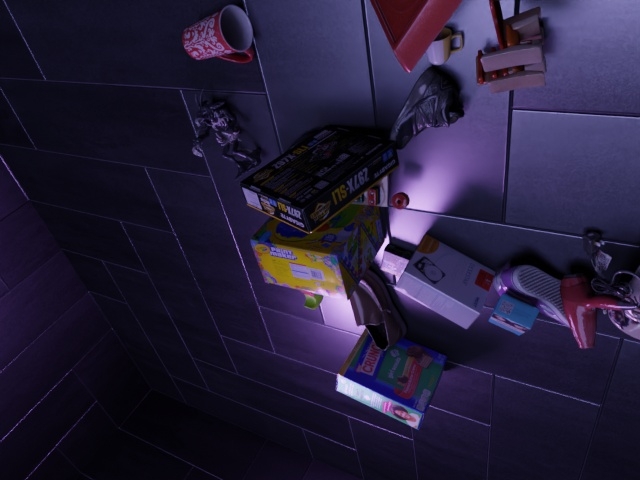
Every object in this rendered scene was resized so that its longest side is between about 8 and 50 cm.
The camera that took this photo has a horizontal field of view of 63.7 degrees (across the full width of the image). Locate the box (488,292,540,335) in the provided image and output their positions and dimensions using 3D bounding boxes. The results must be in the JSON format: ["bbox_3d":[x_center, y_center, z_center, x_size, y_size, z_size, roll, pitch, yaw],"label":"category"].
[{"bbox_3d":[0.533,0.210,1.435,0.101,0.060,0.244,25,174,20],"label":"box"}]

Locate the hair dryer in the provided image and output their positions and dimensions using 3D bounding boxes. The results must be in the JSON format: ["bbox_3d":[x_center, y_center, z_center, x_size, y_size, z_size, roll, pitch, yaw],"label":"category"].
[{"bbox_3d":[0.657,0.147,1.248,0.080,0.223,0.293,-6,125,1],"label":"hair dryer"}]

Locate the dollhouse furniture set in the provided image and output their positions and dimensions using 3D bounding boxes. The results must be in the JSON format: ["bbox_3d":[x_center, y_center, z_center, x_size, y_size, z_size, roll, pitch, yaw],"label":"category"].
[{"bbox_3d":[0.335,-0.390,0.951,0.135,0.261,0.259,-4,163,26],"label":"dollhouse furniture set"}]

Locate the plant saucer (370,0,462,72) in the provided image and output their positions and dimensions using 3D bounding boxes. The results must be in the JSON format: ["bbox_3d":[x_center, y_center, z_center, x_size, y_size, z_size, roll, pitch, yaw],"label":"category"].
[{"bbox_3d":[0.174,-0.505,0.978,0.258,0.048,0.258,-51,51,51],"label":"plant saucer"}]

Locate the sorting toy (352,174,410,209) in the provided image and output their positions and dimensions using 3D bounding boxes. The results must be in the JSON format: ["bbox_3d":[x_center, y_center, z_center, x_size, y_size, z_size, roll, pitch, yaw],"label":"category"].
[{"bbox_3d":[0.114,-0.162,1.450,0.275,0.046,0.132,9,111,30],"label":"sorting toy"}]

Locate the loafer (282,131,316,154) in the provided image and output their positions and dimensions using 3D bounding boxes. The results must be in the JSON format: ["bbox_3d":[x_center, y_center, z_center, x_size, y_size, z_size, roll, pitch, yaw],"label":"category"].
[{"bbox_3d":[-0.071,-0.239,1.518,0.076,0.078,0.223,45,140,-11],"label":"loafer"}]

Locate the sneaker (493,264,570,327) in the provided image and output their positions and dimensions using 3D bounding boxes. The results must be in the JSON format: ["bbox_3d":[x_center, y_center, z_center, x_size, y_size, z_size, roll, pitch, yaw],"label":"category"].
[{"bbox_3d":[0.610,0.160,1.425,0.282,0.102,0.161,35,160,-6],"label":"sneaker"}]

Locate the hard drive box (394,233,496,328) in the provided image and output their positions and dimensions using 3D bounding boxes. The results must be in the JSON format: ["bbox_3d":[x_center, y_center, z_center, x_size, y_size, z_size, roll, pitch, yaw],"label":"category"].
[{"bbox_3d":[0.357,0.113,1.475,0.232,0.181,0.089,29,139,8],"label":"hard drive box"}]

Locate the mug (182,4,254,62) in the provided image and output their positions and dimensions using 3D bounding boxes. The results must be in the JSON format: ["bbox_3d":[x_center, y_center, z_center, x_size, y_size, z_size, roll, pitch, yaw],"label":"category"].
[{"bbox_3d":[-0.270,-0.523,1.363,0.170,0.113,0.150,2,128,39],"label":"mug"}]

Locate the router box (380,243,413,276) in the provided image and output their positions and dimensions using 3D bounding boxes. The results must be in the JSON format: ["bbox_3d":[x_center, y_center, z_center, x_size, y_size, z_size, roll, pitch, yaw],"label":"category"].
[{"bbox_3d":[0.255,0.072,1.620,0.123,0.038,0.092,22,138,17],"label":"router box"}]

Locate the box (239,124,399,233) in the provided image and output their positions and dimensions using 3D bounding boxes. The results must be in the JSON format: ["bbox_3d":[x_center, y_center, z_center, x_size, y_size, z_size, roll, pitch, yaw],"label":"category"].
[{"bbox_3d":[-0.002,-0.168,1.298,0.257,0.322,0.079,24,143,44],"label":"box"}]

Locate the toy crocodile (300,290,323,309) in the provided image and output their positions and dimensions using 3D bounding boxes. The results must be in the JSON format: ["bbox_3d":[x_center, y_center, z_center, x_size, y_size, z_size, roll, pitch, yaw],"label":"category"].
[{"bbox_3d":[-0.038,0.129,1.811,0.115,0.105,0.340,23,152,15],"label":"toy crocodile"}]

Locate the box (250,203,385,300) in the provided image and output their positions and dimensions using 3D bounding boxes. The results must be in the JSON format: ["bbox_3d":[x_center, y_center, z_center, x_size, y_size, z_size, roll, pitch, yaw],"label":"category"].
[{"bbox_3d":[0.000,0.000,1.545,0.290,0.279,0.176,9,133,28],"label":"box"}]

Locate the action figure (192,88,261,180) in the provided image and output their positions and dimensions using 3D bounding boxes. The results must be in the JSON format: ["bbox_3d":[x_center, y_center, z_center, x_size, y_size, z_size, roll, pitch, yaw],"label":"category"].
[{"bbox_3d":[-0.304,-0.316,1.567,0.164,0.140,0.275,-16,121,46],"label":"action figure"}]

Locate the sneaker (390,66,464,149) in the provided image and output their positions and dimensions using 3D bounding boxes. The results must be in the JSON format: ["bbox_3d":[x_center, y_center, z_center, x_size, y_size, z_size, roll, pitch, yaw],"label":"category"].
[{"bbox_3d":[0.253,-0.284,1.232,0.130,0.087,0.227,38,136,9],"label":"sneaker"}]

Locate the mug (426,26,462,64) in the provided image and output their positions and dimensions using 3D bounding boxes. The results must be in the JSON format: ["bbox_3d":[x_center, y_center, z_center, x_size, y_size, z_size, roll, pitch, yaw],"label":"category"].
[{"bbox_3d":[0.262,-0.418,1.119,0.078,0.062,0.064,17,145,32],"label":"mug"}]

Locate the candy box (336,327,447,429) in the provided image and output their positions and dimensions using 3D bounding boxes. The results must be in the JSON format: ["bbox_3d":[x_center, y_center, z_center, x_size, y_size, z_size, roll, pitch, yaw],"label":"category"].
[{"bbox_3d":[0.253,0.473,1.834,0.318,0.268,0.122,19,133,19],"label":"candy box"}]

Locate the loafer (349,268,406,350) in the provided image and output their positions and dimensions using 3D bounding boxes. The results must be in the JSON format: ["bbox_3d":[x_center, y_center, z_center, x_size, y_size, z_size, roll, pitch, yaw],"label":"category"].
[{"bbox_3d":[0.174,0.235,1.766,0.134,0.130,0.365,-18,117,45],"label":"loafer"}]

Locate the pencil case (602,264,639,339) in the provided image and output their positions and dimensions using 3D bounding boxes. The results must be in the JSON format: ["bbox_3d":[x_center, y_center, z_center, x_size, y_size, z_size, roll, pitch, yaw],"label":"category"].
[{"bbox_3d":[0.785,0.062,1.130,0.184,0.160,0.410,32,142,24],"label":"pencil case"}]
